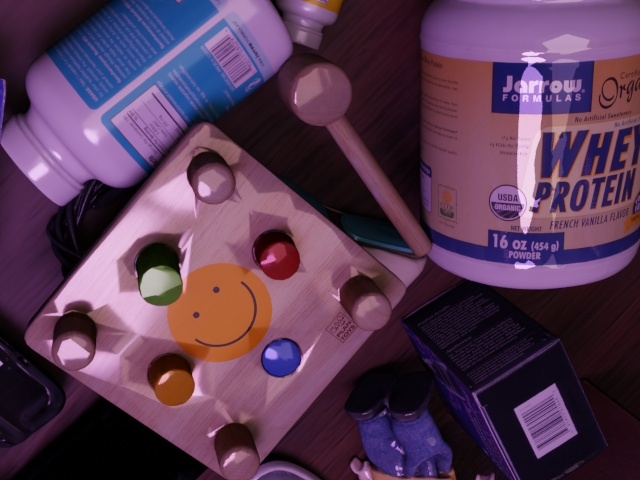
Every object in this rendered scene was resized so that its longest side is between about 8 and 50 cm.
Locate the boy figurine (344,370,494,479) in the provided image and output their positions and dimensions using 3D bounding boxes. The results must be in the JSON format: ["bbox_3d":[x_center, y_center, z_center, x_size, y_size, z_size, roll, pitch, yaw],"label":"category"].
[{"bbox_3d":[0.126,0.292,1.081,0.177,0.092,0.285,-7,116,32],"label":"boy figurine"}]

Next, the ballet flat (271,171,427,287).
[{"bbox_3d":[0.000,0.000,0.991,0.248,0.086,0.086,22,99,-22],"label":"ballet flat"}]

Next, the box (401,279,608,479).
[{"bbox_3d":[0.196,0.154,1.022,0.108,0.207,0.153,-31,111,-6],"label":"box"}]

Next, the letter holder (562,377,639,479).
[{"bbox_3d":[0.322,0.329,1.061,0.214,0.302,0.152,-31,112,-6],"label":"letter holder"}]

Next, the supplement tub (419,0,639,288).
[{"bbox_3d":[0.212,-0.133,0.922,0.228,0.228,0.316,-9,112,-14],"label":"supplement tub"}]

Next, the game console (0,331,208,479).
[{"bbox_3d":[-0.292,0.172,0.955,0.213,0.044,0.361,-40,112,8],"label":"game console"}]

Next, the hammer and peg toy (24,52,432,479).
[{"bbox_3d":[-0.050,0.026,0.836,0.266,0.127,0.361,40,93,-20],"label":"hammer and peg toy"}]

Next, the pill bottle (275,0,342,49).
[{"bbox_3d":[-0.007,-0.252,0.917,0.065,0.065,0.116,15,102,-20],"label":"pill bottle"}]

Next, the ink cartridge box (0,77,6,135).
[{"bbox_3d":[-0.400,-0.059,0.814,0.224,0.045,0.223,13,103,8],"label":"ink cartridge box"}]

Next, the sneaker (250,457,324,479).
[{"bbox_3d":[0.013,0.395,1.053,0.124,0.178,0.295,-35,112,-4],"label":"sneaker"}]

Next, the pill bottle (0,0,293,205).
[{"bbox_3d":[-0.166,-0.149,0.855,0.264,0.146,0.146,-39,113,-3],"label":"pill bottle"}]

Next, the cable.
[{"bbox_3d":[-0.180,-0.015,0.916,0.184,0.047,0.150,7,87,3],"label":"cable"}]
